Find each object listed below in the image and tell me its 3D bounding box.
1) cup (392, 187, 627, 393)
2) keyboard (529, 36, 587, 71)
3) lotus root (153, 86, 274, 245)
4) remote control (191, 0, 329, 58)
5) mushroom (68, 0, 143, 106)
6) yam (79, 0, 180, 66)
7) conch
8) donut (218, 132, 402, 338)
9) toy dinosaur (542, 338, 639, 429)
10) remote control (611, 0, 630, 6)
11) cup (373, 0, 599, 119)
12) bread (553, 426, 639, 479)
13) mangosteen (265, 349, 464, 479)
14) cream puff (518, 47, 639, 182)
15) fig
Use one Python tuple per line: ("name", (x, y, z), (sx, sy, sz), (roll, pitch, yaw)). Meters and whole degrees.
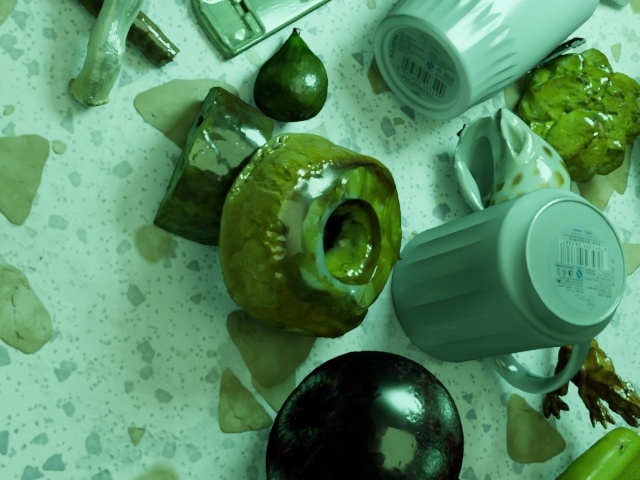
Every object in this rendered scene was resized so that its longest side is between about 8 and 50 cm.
("cup", (0.316, 0.096, 1.887), (0.237, 0.327, 0.323), (-36, 98, -31))
("keyboard", (0.370, -0.307, 2.117), (0.204, 0.061, 0.013), (-28, 102, -1))
("lotus root", (-0.152, -0.115, 1.791), (0.119, 0.138, 0.235), (24, 72, -13))
("remote control", (-0.079, -0.401, 1.952), (0.285, 0.038, 0.123), (-38, 97, -30))
("mushroom", (-0.309, -0.292, 1.749), (0.059, 0.054, 0.202), (19, 89, -34))
("yam", (-0.312, -0.343, 1.788), (0.241, 0.057, 0.057), (39, 62, -19))
("conch", (0.335, -0.084, 2.047), (0.149, 0.182, 0.275), (21, 55, -74))
("donut", (0.000, 0.000, 1.773), (0.330, 0.160, 0.330), (-22, 119, -48))
("toy dinosaur", (0.427, 0.206, 2.016), (0.097, 0.432, 0.208), (-9, 123, -13))
("remote control", (0.560, -0.615, 2.365), (0.109, 0.055, 0.313), (18, 65, -50))
("cup", (0.282, -0.384, 2.029), (0.371, 0.253, 0.253), (-43, 101, -29))
("bread", (0.425, 0.461, 1.988), (0.383, 0.112, 0.166), (-33, 98, -33))
("mangosteen", (0.079, 0.307, 1.724), (0.300, 0.300, 0.300), (8, 74, -29))
("cream puff", (0.470, -0.228, 2.157), (0.244, 0.196, 0.244), (32, 35, -26))
("fig", (-0.040, -0.264, 1.909), (0.117, 0.117, 0.177), (29, 43, -22))
